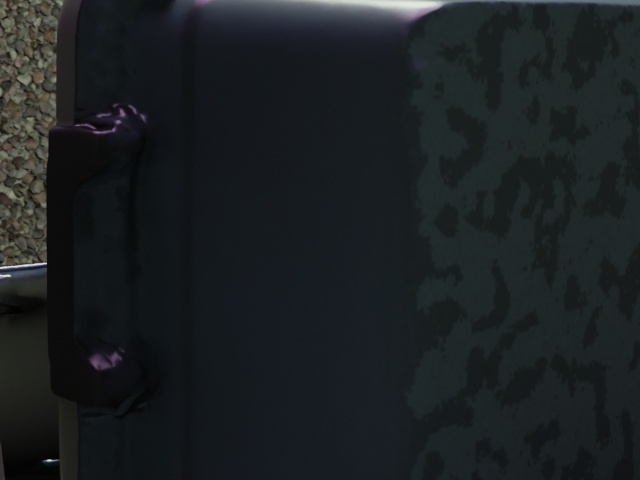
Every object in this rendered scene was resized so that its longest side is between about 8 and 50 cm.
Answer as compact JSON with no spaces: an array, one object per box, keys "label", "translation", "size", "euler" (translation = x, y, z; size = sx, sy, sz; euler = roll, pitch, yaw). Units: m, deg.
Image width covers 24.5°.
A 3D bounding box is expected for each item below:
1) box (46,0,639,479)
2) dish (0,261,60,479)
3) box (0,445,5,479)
[{"label":"box","translation":[0.041,0.001,0.409],"size":[0.130,0.162,0.227],"euler":[8,10,43]},{"label":"dish","translation":[-0.088,0.049,0.525],"size":[0.236,0.086,0.228],"euler":[-6,0,-12]},{"label":"box","translation":[-0.194,-0.028,0.374],"size":[0.195,0.260,0.111],"euler":[-8,-2,33]}]
